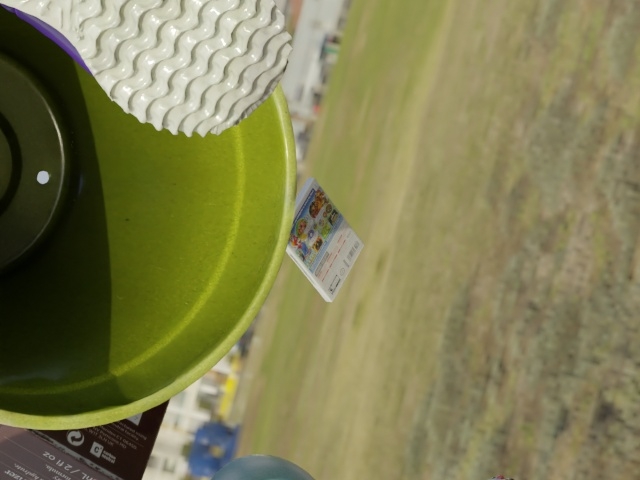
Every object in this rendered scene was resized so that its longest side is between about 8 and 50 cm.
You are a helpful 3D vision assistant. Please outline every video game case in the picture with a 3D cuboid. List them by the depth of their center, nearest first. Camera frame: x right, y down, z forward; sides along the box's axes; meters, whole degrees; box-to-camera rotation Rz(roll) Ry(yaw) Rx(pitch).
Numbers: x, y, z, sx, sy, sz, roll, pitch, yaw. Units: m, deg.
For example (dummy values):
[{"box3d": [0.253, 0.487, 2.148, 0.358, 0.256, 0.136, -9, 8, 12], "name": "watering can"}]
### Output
[{"box3d": [0.000, 0.000, 1.699, 0.122, 0.011, 0.087, 52, -124, -38], "name": "video game case"}]

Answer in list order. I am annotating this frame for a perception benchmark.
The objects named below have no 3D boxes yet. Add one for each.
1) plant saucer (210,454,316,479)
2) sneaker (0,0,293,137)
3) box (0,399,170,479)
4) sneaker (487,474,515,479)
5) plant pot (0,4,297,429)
[{"box3d": [-0.058, 0.358, 1.902, 0.037, 0.195, 0.195, -49, 23, 51], "name": "plant saucer"}, {"box3d": [-0.140, -0.168, 0.795, 0.102, 0.293, 0.146, -48, 41, 15], "name": "sneaker"}, {"box3d": [-0.300, 0.232, 1.679, 0.203, 0.168, 0.167, -46, 19, 37], "name": "box"}, {"box3d": [0.130, 0.305, 1.398, 0.125, 0.104, 0.262, -46, 13, -35], "name": "sneaker"}, {"box3d": [-0.261, -0.056, 1.233, 0.353, 0.366, 0.367, 8, 83, 61], "name": "plant pot"}]
